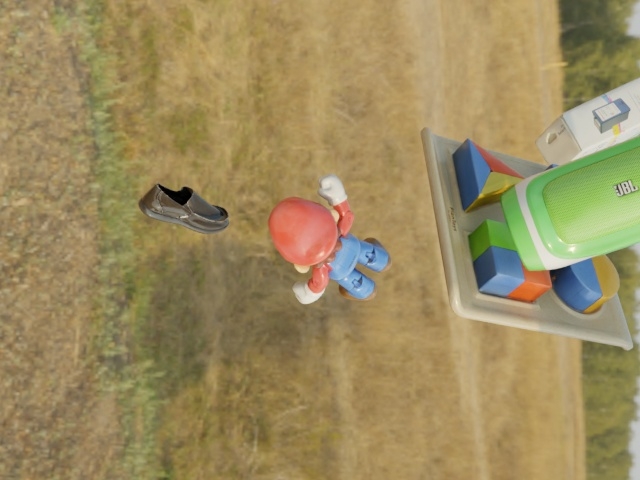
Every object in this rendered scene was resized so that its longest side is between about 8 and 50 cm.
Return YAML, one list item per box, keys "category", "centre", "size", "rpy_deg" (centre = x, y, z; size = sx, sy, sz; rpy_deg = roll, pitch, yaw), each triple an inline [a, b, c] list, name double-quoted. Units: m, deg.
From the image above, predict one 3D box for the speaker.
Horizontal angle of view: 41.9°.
- category: "speaker"
  centre: [0.386, -0.060, 1.058]
  size: [0.131, 0.296, 0.131]
  rpy_deg: [55, 23, -36]

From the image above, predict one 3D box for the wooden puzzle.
- category: "wooden puzzle"
  centre: [0.318, -0.015, 1.246]
  size: [0.080, 0.347, 0.322]
  rpy_deg: [-47, -143, 44]

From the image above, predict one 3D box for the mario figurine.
- category: "mario figurine"
  centre: [0.000, 0.000, 1.580]
  size: [0.320, 0.170, 0.198]
  rpy_deg: [35, 47, -52]

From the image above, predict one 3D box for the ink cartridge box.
- category: "ink cartridge box"
  centre: [0.571, -0.233, 1.721]
  size: [0.154, 0.212, 0.093]
  rpy_deg: [112, -46, -73]

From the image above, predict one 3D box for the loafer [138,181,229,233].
- category: "loafer"
  centre: [-0.287, -0.073, 1.840]
  size: [0.220, 0.080, 0.078]
  rpy_deg: [11, 121, -39]
